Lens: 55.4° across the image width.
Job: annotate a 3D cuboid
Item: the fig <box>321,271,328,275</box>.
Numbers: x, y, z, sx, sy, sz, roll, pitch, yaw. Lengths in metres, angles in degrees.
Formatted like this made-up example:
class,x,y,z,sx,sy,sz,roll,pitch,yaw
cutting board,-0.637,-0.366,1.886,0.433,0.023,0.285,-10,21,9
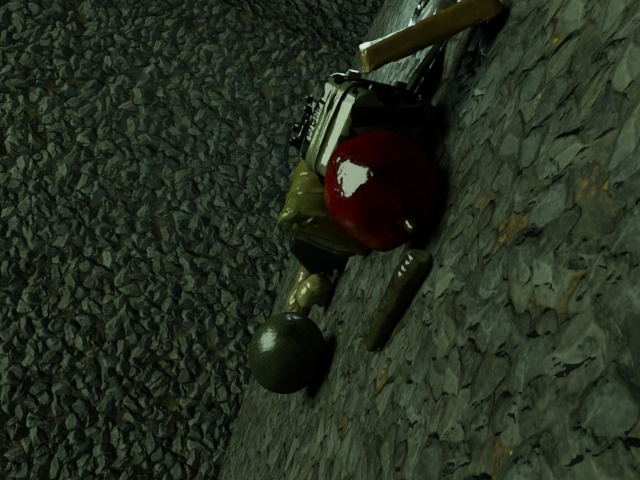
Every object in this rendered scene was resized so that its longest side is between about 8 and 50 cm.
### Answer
class,x,y,z,sx,sy,sz,roll,pitch,yaw
fig,0.001,0.090,2.338,0.117,0.117,0.177,-68,28,12

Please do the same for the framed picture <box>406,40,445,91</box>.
class,x,y,z,sx,sy,sz,roll,pitch,yaw
framed picture,0.271,-0.455,1.917,0.247,0.022,0.335,-55,-4,-40

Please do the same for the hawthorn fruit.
class,x,y,z,sx,sy,sz,roll,pitch,yaw
hawthorn fruit,0.145,-0.102,1.402,0.265,0.265,0.307,-65,32,32

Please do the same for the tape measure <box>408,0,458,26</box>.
class,x,y,z,sx,sy,sz,roll,pitch,yaw
tape measure,0.355,-0.705,1.865,0.197,0.120,0.236,-38,25,57

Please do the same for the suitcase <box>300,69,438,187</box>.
class,x,y,z,sx,sy,sz,roll,pitch,yaw
suitcase,0.111,-0.264,1.627,0.194,0.351,0.339,43,122,38

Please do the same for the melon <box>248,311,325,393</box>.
class,x,y,z,sx,sy,sz,roll,pitch,yaw
melon,-0.107,0.359,1.916,0.302,0.237,0.238,115,172,-52

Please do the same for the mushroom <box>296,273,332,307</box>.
class,x,y,z,sx,sy,sz,roll,pitch,yaw
mushroom,-0.020,0.184,2.184,0.148,0.112,0.148,-48,-4,-5

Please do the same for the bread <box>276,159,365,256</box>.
class,x,y,z,sx,sy,sz,roll,pitch,yaw
bread,0.057,-0.144,1.873,0.210,0.300,0.341,-52,15,60

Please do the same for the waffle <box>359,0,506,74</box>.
class,x,y,z,sx,sy,sz,roll,pitch,yaw
waffle,0.256,-0.515,1.514,0.348,0.078,0.304,-23,16,10

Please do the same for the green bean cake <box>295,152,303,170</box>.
class,x,y,z,sx,sy,sz,roll,pitch,yaw
green bean cake,0.015,-0.284,2.615,0.241,0.254,0.132,-92,21,-59

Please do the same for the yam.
class,x,y,z,sx,sy,sz,roll,pitch,yaw
yam,0.161,0.135,1.345,0.061,0.061,0.274,-83,15,-58

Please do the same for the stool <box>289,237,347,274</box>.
class,x,y,z,sx,sy,sz,roll,pitch,yaw
stool,0.000,0.000,2.161,0.141,0.232,0.232,-126,57,-80

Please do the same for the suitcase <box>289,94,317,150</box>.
class,x,y,z,sx,sy,sz,roll,pitch,yaw
suitcase,0.072,-0.346,2.099,0.152,0.335,0.230,-62,10,21

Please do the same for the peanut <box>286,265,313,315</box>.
class,x,y,z,sx,sy,sz,roll,pitch,yaw
peanut,-0.069,0.197,2.520,0.117,0.101,0.263,26,95,62
